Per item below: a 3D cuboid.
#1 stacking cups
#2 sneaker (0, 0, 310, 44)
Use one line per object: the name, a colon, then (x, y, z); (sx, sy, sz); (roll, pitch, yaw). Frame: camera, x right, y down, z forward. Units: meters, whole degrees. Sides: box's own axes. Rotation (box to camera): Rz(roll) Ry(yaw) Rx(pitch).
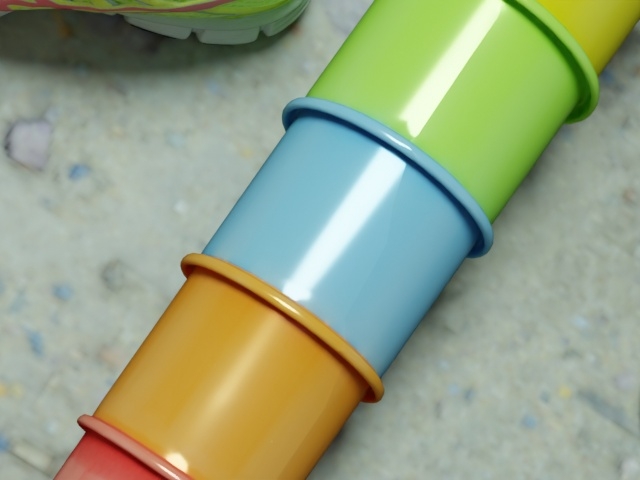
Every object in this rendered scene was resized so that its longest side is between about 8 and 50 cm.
stacking cups: (0.000, 0.000, 0.540); (0.096, 0.096, 0.316); (39, 78, -8)
sneaker: (-0.093, -0.110, 0.518); (0.208, 0.094, 0.081); (-2, 85, -15)
